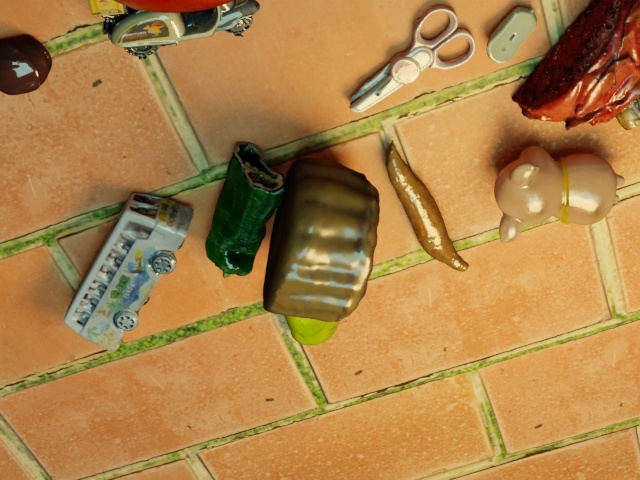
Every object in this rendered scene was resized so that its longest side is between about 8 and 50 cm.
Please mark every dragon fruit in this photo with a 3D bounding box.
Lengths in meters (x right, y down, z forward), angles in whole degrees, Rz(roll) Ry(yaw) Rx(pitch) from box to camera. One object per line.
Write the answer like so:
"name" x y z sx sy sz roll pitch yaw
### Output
"dragon fruit" 0.509 -0.277 1.779 0.205 0.152 0.317 23 122 -23

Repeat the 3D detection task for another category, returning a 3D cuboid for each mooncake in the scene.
"mooncake" 0.000 0.000 1.855 0.161 0.290 0.290 12 125 -10

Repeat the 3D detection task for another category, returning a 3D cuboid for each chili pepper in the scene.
"chili pepper" -0.145 -0.034 1.917 0.099 0.136 0.270 -30 150 -41

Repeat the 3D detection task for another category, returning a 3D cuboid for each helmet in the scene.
"helmet" -0.505 -0.280 1.719 0.123 0.070 0.098 -17 128 6

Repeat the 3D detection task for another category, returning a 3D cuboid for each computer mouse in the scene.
"computer mouse" 0.324 -0.353 1.776 0.056 0.032 0.110 30 108 -27

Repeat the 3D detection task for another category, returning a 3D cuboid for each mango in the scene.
"mango" -0.013 0.142 2.090 0.117 0.089 0.163 -18 139 -2

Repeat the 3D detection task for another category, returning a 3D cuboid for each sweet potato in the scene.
"sweet potato" 0.191 -0.059 1.968 0.066 0.072 0.314 -26 117 9

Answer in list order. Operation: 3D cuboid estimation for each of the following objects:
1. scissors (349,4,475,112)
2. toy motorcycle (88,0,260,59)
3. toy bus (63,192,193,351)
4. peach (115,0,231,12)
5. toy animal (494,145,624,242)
"scissors" 0.149 -0.298 1.799 0.242 0.030 0.118 -37 122 16
"toy motorcycle" -0.227 -0.374 1.652 0.263 0.091 0.157 -9 145 -5
"toy bus" -0.362 0.056 1.975 0.136 0.109 0.330 29 119 -12
"peach" -0.215 -0.483 1.398 0.388 0.388 0.388 -3 128 -4
"toy animal" 0.440 -0.092 1.925 0.248 0.149 0.165 -6 113 -16
